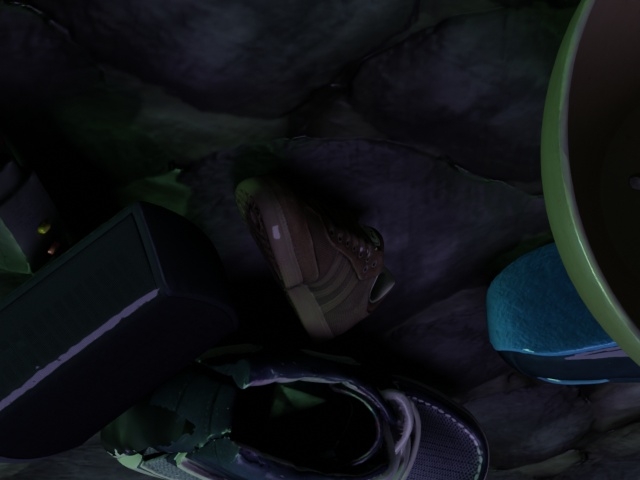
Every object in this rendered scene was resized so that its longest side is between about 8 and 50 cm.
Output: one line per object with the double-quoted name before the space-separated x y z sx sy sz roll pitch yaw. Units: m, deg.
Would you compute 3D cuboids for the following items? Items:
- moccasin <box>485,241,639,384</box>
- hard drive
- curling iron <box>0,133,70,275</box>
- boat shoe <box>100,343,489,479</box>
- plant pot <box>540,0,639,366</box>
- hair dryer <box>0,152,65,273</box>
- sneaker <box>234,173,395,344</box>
"moccasin" 0.287 0.031 1.027 0.342 0.137 0.117 -4 156 11
"hard drive" -0.125 0.059 0.831 0.172 0.054 0.254 -36 171 -1
"curling iron" -0.178 -0.012 0.836 0.068 0.035 0.274 -12 150 10
"boat shoe" 0.025 0.146 1.040 0.341 0.127 0.158 12 172 -36
"plant pot" 0.235 -0.037 0.770 0.284 0.284 0.191 -9 175 -8
"hair dryer" -0.256 -0.063 0.651 0.224 0.080 0.293 -2 141 11
"sneaker" 0.000 0.000 0.916 0.071 0.066 0.188 -30 155 -4
